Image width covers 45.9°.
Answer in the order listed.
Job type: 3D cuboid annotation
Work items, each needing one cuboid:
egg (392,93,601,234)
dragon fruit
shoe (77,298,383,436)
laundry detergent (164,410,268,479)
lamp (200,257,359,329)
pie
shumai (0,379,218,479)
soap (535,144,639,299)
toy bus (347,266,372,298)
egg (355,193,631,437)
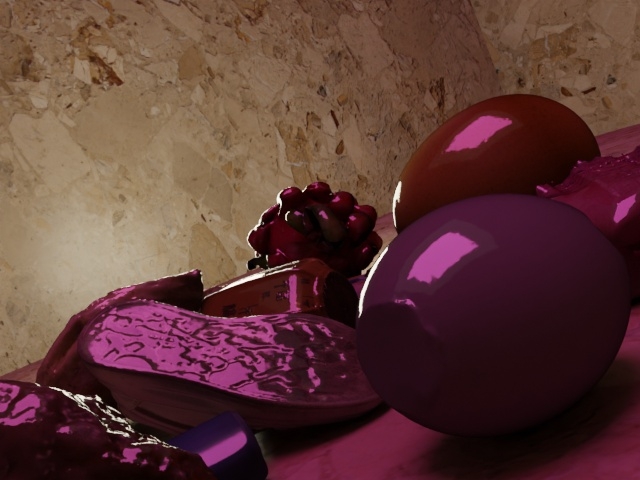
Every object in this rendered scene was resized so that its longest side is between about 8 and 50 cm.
[{"bbox_3d":[0.261,-0.080,1.138,0.323,0.250,0.250,-28,5,-2],"label":"egg"},{"bbox_3d":[-0.001,-0.005,1.190,0.219,0.198,0.272,16,-40,-17],"label":"dragon fruit"},{"bbox_3d":[-0.090,0.160,0.786,0.317,0.159,0.124,10,39,9],"label":"shoe"},{"bbox_3d":[-0.150,0.218,0.640,0.206,0.061,0.097,-23,17,-19],"label":"laundry detergent"},{"bbox_3d":[-0.047,0.109,0.907,0.185,0.161,0.161,-18,5,23],"label":"lamp"},{"bbox_3d":[-0.242,0.150,0.991,0.338,0.075,0.337,-38,-18,-15],"label":"pie"},{"bbox_3d":[-0.207,0.181,0.478,0.218,0.183,0.185,6,-16,40],"label":"shumai"},{"bbox_3d":[0.364,-0.032,0.863,0.220,0.127,0.325,-21,5,15],"label":"soap"},{"bbox_3d":[0.026,0.105,1.027,0.274,0.090,0.112,-18,11,30],"label":"toy bus"},{"bbox_3d":[0.138,0.051,0.574,0.232,0.176,0.176,-16,1,-30],"label":"egg"}]
